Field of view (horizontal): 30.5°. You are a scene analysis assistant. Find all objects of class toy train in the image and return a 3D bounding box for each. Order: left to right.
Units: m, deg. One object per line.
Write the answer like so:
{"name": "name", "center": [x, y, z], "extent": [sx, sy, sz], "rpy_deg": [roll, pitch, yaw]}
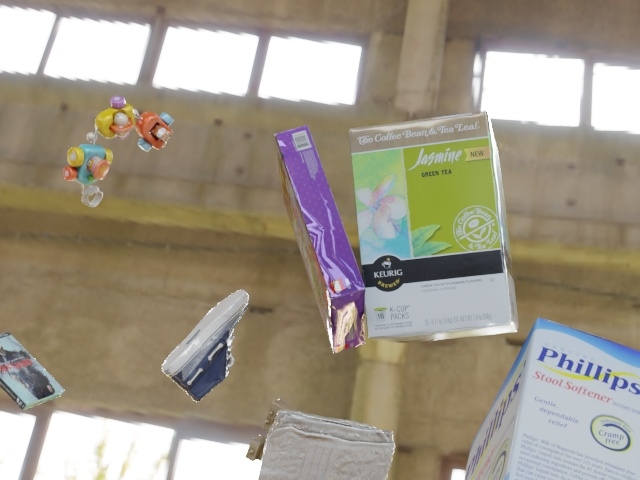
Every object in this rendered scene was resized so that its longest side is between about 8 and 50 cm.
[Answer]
{"name": "toy train", "center": [-0.260, -0.118, 1.552], "extent": [0.046, 0.166, 0.125], "rpy_deg": [30, -17, 36]}

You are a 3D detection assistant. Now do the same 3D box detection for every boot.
{"name": "boot", "center": [-0.170, 0.174, 1.942], "extent": [0.086, 0.190, 0.069], "rpy_deg": [49, -14, -17]}

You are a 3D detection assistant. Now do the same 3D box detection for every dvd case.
{"name": "dvd case", "center": [-0.409, 0.174, 1.575], "extent": [0.119, 0.087, 0.013], "rpy_deg": [42, -70, 14]}

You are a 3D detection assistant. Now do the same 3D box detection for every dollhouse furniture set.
{"name": "dollhouse furniture set", "center": [-0.059, 0.362, 1.854], "extent": [0.144, 0.151, 0.123], "rpy_deg": [27, 17, 18]}

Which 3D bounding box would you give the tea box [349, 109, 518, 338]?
{"name": "tea box", "center": [0.186, -0.008, 1.862], "extent": [0.219, 0.324, 0.329], "rpy_deg": [-8, -7, 10]}

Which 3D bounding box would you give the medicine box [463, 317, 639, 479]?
{"name": "medicine box", "center": [0.254, 0.288, 1.334], "extent": [0.149, 0.289, 0.264], "rpy_deg": [19, -46, 2]}

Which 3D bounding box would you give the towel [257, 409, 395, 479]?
{"name": "towel", "center": [-0.007, 0.387, 1.718], "extent": [0.187, 0.049, 0.282], "rpy_deg": [10, -72, -4]}

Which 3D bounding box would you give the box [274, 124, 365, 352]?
{"name": "box", "center": [0.000, 0.000, 1.796], "extent": [0.057, 0.293, 0.201], "rpy_deg": [-16, -28, -6]}
